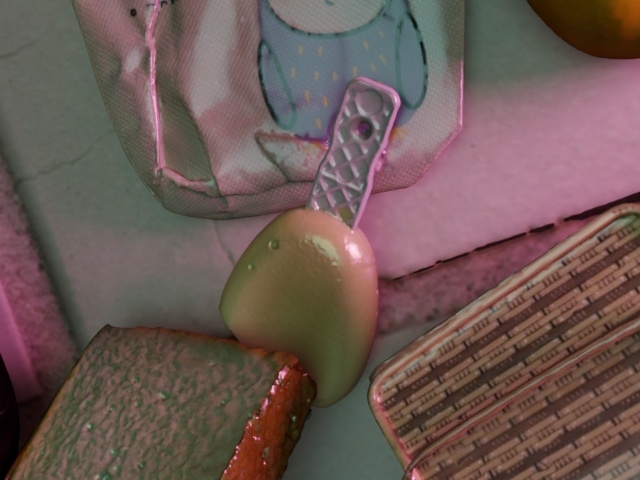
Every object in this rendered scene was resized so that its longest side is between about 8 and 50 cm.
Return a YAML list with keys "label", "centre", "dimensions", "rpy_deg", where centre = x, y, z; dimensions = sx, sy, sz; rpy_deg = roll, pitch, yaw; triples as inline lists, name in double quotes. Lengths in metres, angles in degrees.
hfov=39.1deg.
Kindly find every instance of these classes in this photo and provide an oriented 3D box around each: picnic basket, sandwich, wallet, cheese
- label: "picnic basket"
  centre: [0.196, 0.155, 0.560]
  dimensions: [0.228, 0.175, 0.313]
  rpy_deg: [-35, 65, 14]
- label: "sandwich"
  centre: [-0.133, 0.191, 0.657]
  dimensions: [0.226, 0.087, 0.251]
  rpy_deg: [5, 58, 35]
- label: "wallet"
  centre: [-0.043, -0.159, 0.695]
  dimensions: [0.335, 0.068, 0.275]
  rpy_deg: [-11, 99, 11]
- label: "cheese"
  centre: [0.000, 0.000, 0.675]
  dimensions: [0.127, 0.050, 0.256]
  rpy_deg: [24, 115, 14]

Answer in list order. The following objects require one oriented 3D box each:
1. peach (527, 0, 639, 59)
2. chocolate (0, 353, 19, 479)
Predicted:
- label: "peach"
  centre: [0.231, -0.240, 0.590]
  dimensions: [0.251, 0.153, 0.251]
  rpy_deg: [7, 111, 19]
- label: "chocolate"
  centre: [-0.413, 0.173, 0.694]
  dimensions: [0.331, 0.383, 0.384]
  rpy_deg: [8, 95, 5]
